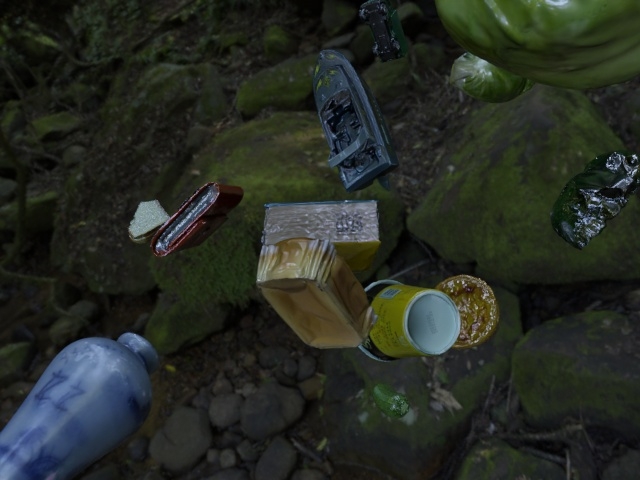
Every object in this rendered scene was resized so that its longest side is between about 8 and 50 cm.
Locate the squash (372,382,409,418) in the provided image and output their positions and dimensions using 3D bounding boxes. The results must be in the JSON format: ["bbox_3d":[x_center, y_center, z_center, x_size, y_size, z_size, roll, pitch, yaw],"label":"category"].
[{"bbox_3d":[0.199,0.460,1.674,0.077,0.068,0.219,-40,6,-11],"label":"squash"}]

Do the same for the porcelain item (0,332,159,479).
[{"bbox_3d":[-0.299,0.214,0.695,0.141,0.141,0.259,-7,26,35],"label":"porcelain item"}]

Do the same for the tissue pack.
[{"bbox_3d":[0.000,0.000,1.374,0.270,0.192,0.134,-2,66,-3],"label":"tissue pack"}]

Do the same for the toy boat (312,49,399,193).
[{"bbox_3d":[0.040,-0.191,0.895,0.093,0.246,0.103,-31,-22,35],"label":"toy boat"}]

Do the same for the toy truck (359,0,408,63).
[{"bbox_3d":[0.148,-0.489,1.348,0.065,0.147,0.079,-6,37,31],"label":"toy truck"}]

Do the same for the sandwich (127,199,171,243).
[{"bbox_3d":[-0.400,-0.042,1.341,0.105,0.036,0.093,-37,63,-23],"label":"sandwich"}]

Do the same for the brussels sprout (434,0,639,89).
[{"bbox_3d":[0.186,-0.217,0.425,0.223,0.161,0.223,-4,66,9],"label":"brussels sprout"}]

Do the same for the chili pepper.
[{"bbox_3d":[0.526,-0.097,1.085,0.264,0.116,0.148,-39,41,-23],"label":"chili pepper"}]

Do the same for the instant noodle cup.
[{"bbox_3d":[0.209,0.193,1.399,0.215,0.216,0.236,-40,7,-20],"label":"instant noodle cup"}]

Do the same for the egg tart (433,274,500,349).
[{"bbox_3d":[0.400,0.205,1.605,0.202,0.147,0.203,-8,71,25],"label":"egg tart"}]

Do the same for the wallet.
[{"bbox_3d":[-0.194,-0.036,0.956,0.142,0.045,0.204,-45,1,4],"label":"wallet"}]

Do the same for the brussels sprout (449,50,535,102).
[{"bbox_3d":[0.378,-0.370,1.268,0.180,0.139,0.100,-2,-1,0],"label":"brussels sprout"}]

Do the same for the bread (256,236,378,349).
[{"bbox_3d":[-0.003,0.092,1.005,0.136,0.241,0.107,-5,52,28],"label":"bread"}]
